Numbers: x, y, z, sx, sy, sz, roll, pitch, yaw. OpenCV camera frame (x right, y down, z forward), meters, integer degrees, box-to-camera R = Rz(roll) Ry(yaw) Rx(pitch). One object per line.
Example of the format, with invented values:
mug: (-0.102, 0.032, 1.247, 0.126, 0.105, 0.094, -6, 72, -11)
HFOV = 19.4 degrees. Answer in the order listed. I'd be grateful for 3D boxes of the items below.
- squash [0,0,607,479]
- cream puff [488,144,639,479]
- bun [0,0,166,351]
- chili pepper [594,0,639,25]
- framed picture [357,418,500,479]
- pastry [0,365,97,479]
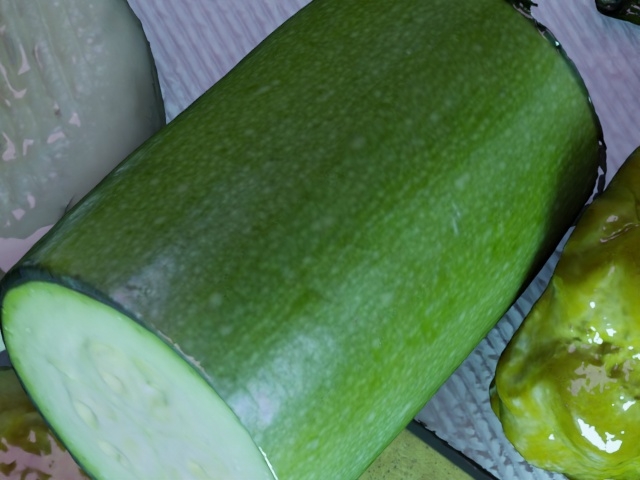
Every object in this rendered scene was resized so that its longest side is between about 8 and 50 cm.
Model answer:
squash: (0.000, 0.000, 1.283, 0.263, 0.263, 0.384, 41, 61, 9)
cream puff: (0.249, 0.060, 1.319, 0.185, 0.282, 0.282, 30, 80, 14)
bun: (-0.291, -0.063, 1.386, 0.359, 0.211, 0.360, 2, 71, -7)
chili pepper: (0.331, -0.141, 1.404, 0.165, 0.174, 0.261, -44, 58, -6)
framed picture: (0.055, 0.321, 1.321, 0.255, 0.014, 0.339, 36, 99, 18)
pastry: (-0.228, 0.247, 1.350, 0.329, 0.136, 0.330, 1, 75, -4)
